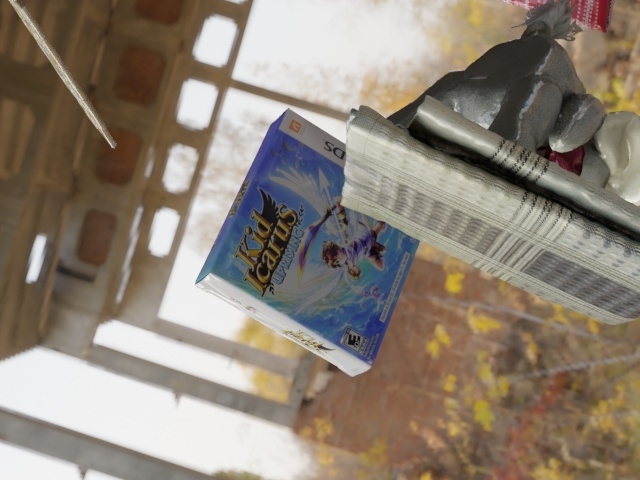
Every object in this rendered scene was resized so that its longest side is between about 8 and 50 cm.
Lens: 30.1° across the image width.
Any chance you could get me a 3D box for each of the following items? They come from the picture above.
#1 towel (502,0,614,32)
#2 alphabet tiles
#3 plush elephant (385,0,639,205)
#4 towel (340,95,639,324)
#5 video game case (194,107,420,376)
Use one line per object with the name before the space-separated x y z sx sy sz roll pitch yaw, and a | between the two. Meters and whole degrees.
towel | 0.257 -0.391 1.531 0.031 0.275 0.199 -38 -40 -37
alphabet tiles | -0.443 -0.309 1.940 0.011 0.342 0.285 -35 30 -8
plush elephant | 0.265 -0.113 1.491 0.330 0.272 0.255 -49 -56 -27
towel | 0.166 -0.021 1.062 0.312 0.324 0.056 92 -157 -80
video game case | 0.000 0.000 1.548 0.061 0.244 0.269 -36 27 58
